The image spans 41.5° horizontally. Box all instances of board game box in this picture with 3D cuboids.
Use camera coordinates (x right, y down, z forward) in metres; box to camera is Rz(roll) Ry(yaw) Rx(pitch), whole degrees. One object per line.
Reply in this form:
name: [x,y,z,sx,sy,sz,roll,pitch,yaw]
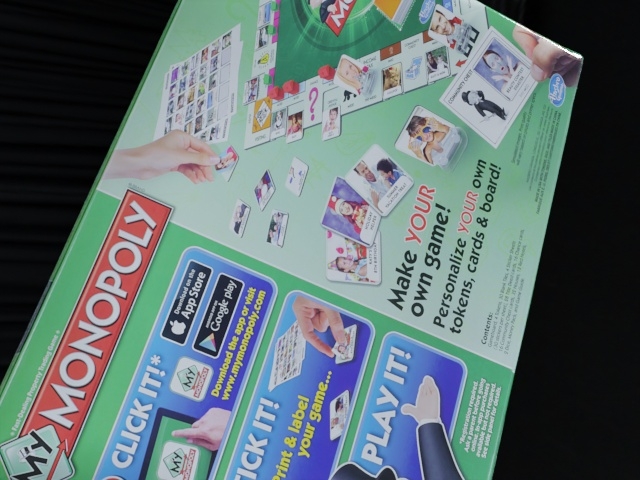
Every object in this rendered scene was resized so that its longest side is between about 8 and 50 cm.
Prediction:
board game box: [0.000,0.000,0.401,0.046,0.213,0.317,-38,-149,64]
